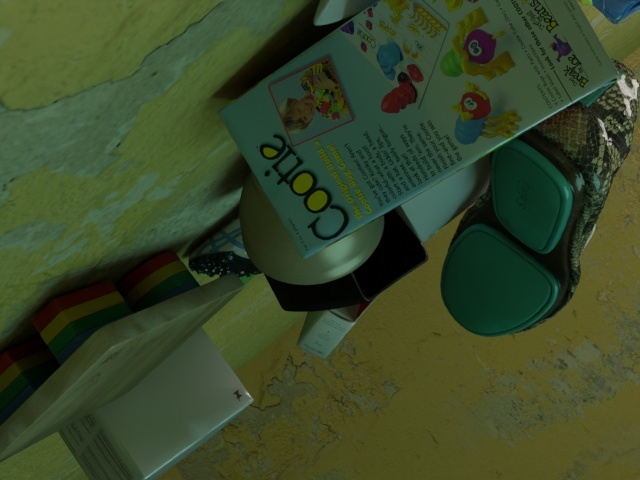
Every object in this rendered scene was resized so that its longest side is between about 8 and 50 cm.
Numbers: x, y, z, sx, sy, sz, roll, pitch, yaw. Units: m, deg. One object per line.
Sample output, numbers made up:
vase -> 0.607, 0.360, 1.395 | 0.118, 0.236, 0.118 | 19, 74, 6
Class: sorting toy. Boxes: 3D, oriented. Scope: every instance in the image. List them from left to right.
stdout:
sorting toy -> -0.255, 0.120, 0.963 | 0.257, 0.089, 0.255 | -42, 171, 27

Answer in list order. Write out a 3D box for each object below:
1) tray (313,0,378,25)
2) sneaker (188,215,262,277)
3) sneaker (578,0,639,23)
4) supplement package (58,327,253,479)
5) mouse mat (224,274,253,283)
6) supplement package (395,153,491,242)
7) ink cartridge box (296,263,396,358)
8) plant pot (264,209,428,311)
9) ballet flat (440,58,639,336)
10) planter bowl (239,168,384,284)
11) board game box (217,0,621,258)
tray -> 0.107, -0.252, 0.637 | 0.270, 0.030, 0.145 | -31, 171, -39
sneaker -> -0.069, -0.021, 1.044 | 0.237, 0.086, 0.085 | -27, 146, 24
sneaker -> 0.433, -0.371, 1.041 | 0.240, 0.126, 0.091 | -40, 172, 22
supplement package -> -0.270, 0.252, 1.262 | 0.199, 0.198, 0.263 | -31, 171, -34
mouse mat -> -0.175, 0.091, 1.458 | 0.152, 0.007, 0.189 | -40, 173, 22
supplement package -> 0.165, -0.148, 0.951 | 0.262, 0.145, 0.204 | -39, 161, 4
ink cartridge box -> 0.065, 0.030, 1.385 | 0.239, 0.060, 0.275 | -56, -170, 46
plant pot -> 0.010, 0.002, 1.178 | 0.167, 0.188, 0.187 | -29, 179, 38
ballet flat -> 0.259, -0.032, 0.946 | 0.182, 0.164, 0.483 | -41, 160, -17
planter bowl -> -0.016, -0.048, 0.890 | 0.162, 0.162, 0.109 | -35, 146, -16
board game box -> 0.082, -0.121, 0.683 | 0.275, 0.144, 0.142 | -30, -179, 20
